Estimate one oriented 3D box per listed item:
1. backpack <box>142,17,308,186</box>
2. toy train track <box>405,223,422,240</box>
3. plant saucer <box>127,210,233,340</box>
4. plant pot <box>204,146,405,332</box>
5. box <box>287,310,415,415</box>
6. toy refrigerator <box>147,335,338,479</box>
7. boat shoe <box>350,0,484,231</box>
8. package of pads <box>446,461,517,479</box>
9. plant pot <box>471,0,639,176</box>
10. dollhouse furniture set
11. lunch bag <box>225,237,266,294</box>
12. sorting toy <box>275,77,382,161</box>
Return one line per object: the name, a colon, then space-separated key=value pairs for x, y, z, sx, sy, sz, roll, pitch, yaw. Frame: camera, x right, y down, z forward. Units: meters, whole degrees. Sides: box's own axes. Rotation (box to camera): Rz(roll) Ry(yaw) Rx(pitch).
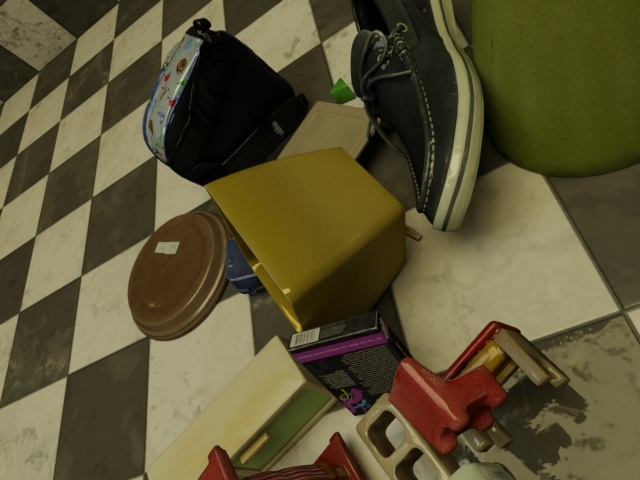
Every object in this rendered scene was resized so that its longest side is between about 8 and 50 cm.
backpack: x=-0.208 y=-0.239 z=0.918 sx=0.213 sy=0.277 sz=0.263 roll=26 pitch=89 yaw=46
toy train track: x=0.119 y=-0.022 z=0.722 sx=0.083 sy=0.014 sz=0.048 roll=36 pitch=82 yaw=36
plant saucer: x=-0.288 y=0.059 z=0.948 sx=0.278 sy=0.041 sz=0.277 roll=-17 pitch=57 yaw=28
plant pot: x=0.000 y=0.000 z=0.655 sx=0.187 sy=0.212 sz=0.212 roll=-34 pitch=58 yaw=-11
box: x=0.053 y=0.154 z=0.574 sx=0.116 sy=0.162 sz=0.029 roll=-20 pitch=35 yaw=25
toy refrigerator: x=-0.102 y=0.268 z=0.660 sx=0.269 sy=0.102 sz=0.094 roll=-46 pitch=49 yaw=5
boat shoe: x=0.123 y=-0.228 z=0.692 sx=0.156 sy=0.186 sz=0.500 roll=-3 pitch=60 yaw=0
package of pads: x=0.092 y=0.344 z=0.330 sx=0.296 sy=0.101 sz=0.229 roll=-46 pitch=47 yaw=6
plant pot: x=0.287 y=-0.264 z=0.547 sx=0.275 sy=0.293 sz=0.274 roll=-16 pitch=58 yaw=28
dollhouse furniture set: x=0.038 y=0.212 z=0.483 sx=0.374 sy=0.201 sz=0.152 roll=-55 pitch=48 yaw=14
lunch bag: x=-0.119 y=0.045 z=0.819 sx=0.067 sy=0.065 sz=0.098 roll=-12 pitch=59 yaw=8
sorting toy: x=0.010 y=-0.157 z=0.848 sx=0.196 sy=0.047 sz=0.347 roll=24 pitch=76 yaw=46
